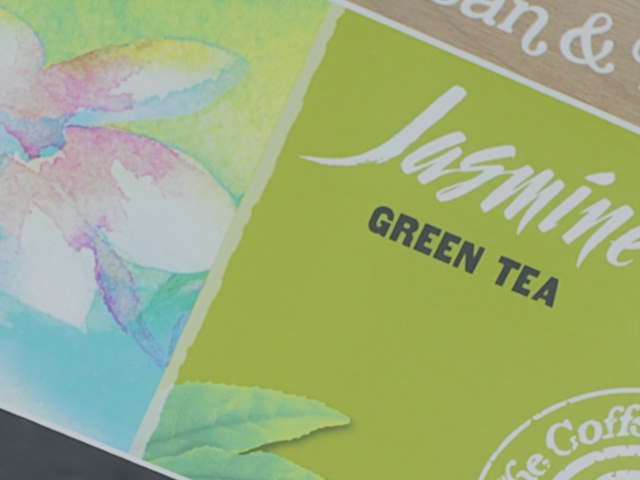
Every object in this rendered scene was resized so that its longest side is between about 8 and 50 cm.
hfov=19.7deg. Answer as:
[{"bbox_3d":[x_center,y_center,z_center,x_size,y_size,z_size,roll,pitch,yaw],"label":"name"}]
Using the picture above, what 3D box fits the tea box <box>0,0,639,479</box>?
[{"bbox_3d":[0.000,0.000,0.657,0.329,0.220,0.324,22,115,-6],"label":"tea box"}]
